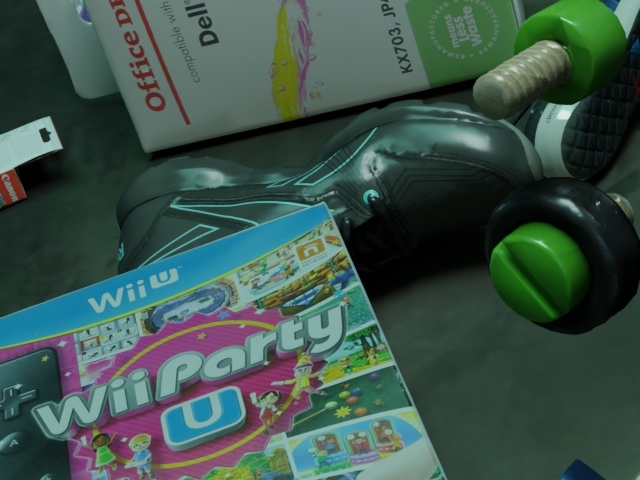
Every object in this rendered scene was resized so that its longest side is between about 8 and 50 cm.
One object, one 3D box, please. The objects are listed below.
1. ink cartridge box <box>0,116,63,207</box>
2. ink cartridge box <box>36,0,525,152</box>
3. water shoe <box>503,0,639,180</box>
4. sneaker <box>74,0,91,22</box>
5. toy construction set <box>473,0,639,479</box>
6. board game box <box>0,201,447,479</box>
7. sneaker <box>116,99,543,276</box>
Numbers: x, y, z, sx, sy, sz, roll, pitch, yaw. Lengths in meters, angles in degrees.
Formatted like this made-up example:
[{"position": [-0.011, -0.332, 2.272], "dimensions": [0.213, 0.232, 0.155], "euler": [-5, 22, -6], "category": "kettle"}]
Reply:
[{"position": [-0.242, -0.047, 1.111], "dimensions": [0.115, 0.029, 0.063], "euler": [-23, 33, -7], "category": "ink cartridge box"}, {"position": [-0.052, -0.190, 1.053], "dimensions": [0.353, 0.207, 0.119], "euler": [-12, 32, 14], "category": "ink cartridge box"}, {"position": [0.167, -0.114, 0.951], "dimensions": [0.080, 0.073, 0.203], "euler": [6, 41, 38], "category": "water shoe"}, {"position": [-0.182, -0.212, 1.268], "dimensions": [0.104, 0.095, 0.236], "euler": [-27, 34, 4], "category": "sneaker"}, {"position": [0.244, 0.039, 0.565], "dimensions": [0.309, 0.257, 0.237], "euler": [21, 38, 35], "category": "toy construction set"}, {"position": [-0.057, 0.128, 0.700], "dimensions": [0.224, 0.097, 0.303], "euler": [-20, 32, -2], "category": "board game box"}, {"position": [0.000, 0.000, 0.875], "dimensions": [0.267, 0.101, 0.106], "euler": [-13, 45, 24], "category": "sneaker"}]
